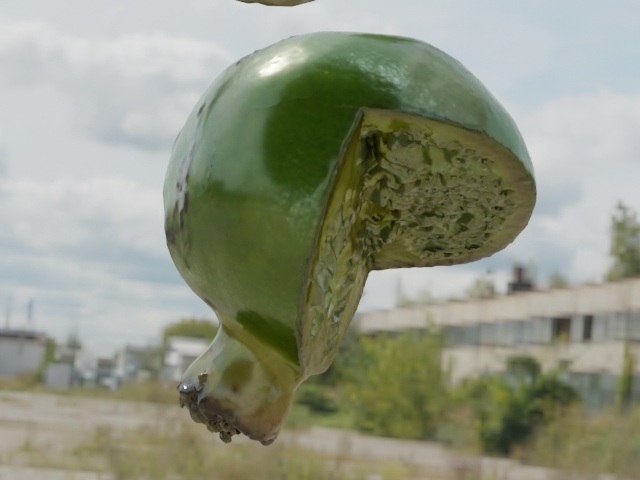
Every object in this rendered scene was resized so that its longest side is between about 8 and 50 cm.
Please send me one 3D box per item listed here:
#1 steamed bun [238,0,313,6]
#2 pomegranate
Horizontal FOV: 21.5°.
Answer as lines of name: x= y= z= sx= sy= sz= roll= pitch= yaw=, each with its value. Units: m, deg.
steamed bun: x=-0.036 y=-0.183 z=0.436 sx=0.275 sy=0.206 sz=0.320 roll=50 pitch=-5 yaw=48
pomegranate: x=-0.007 y=-0.011 z=0.662 sx=0.122 sy=0.169 sz=0.143 roll=48 pitch=0 yaw=13
